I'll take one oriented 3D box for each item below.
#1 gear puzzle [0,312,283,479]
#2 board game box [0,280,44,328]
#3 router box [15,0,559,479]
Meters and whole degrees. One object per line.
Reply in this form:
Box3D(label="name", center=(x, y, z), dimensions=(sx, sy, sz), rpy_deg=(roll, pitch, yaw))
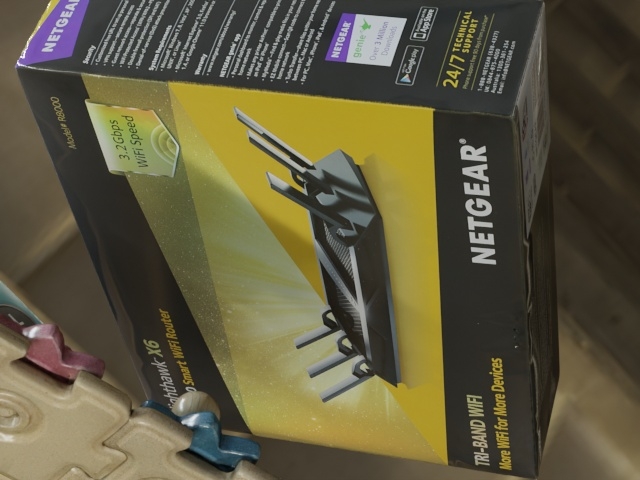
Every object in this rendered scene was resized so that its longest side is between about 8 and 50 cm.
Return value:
Box3D(label="gear puzzle", center=(-0.165, 0.142, 0.733), dimensions=(0.175, 0.339, 0.044), rpy_deg=(32, -138, -21))
Box3D(label="board game box", center=(-0.358, 0.028, 1.048), dimensions=(0.336, 0.079, 0.254), rpy_deg=(43, -154, 9))
Box3D(label="router box", center=(0.000, 0.000, 0.831), dimensions=(0.243, 0.309, 0.081), rpy_deg=(7, -128, 17))
